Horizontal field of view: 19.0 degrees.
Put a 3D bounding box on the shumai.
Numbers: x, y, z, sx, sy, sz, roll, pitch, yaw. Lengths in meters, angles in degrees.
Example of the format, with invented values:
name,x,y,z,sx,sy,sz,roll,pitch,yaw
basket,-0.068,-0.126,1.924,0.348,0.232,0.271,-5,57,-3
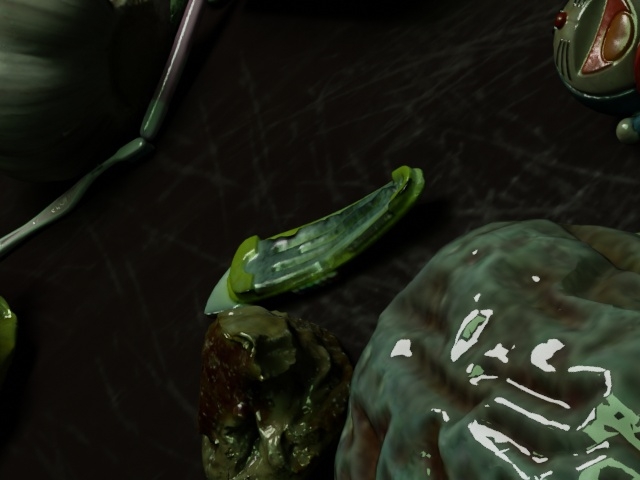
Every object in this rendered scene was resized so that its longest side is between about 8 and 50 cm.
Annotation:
name,x,y,z,sx,sy,sz,roll,pitch,yaw
shumai,-0.043,0.094,1.199,0.123,0.105,0.139,-37,10,22

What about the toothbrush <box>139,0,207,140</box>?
name,x,y,z,sx,sy,sz,roll,pitch,yaw
toothbrush,-0.093,-0.212,1.564,0.020,0.025,0.286,111,177,-77

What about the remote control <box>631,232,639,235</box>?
name,x,y,z,sx,sy,sz,roll,pitch,yaw
remote control,0.207,0.035,1.020,0.233,0.038,0.098,-8,51,42

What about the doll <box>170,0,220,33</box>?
name,x,y,z,sx,sy,sz,roll,pitch,yaw
doll,-0.123,-0.233,1.618,0.115,0.077,0.150,32,90,48

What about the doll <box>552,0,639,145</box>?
name,x,y,z,sx,sy,sz,roll,pitch,yaw
doll,0.198,-0.112,1.135,0.152,0.085,0.114,26,96,44

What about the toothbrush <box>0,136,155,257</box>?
name,x,y,z,sx,sy,sz,roll,pitch,yaw
toothbrush,-0.216,-0.028,1.559,0.204,0.022,0.017,-33,53,22

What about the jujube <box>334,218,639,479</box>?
name,x,y,z,sx,sy,sz,roll,pitch,yaw
jujube,0.141,0.117,0.867,0.226,0.226,0.317,-51,40,-4

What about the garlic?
name,x,y,z,sx,sy,sz,roll,pitch,yaw
garlic,-0.215,-0.184,1.556,0.207,0.207,0.257,-28,51,27

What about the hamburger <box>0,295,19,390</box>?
name,x,y,z,sx,sy,sz,roll,pitch,yaw
hamburger,-0.314,0.078,1.478,0.214,0.125,0.235,3,62,42

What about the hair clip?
name,x,y,z,sx,sy,sz,roll,pitch,yaw
hair clip,0.000,0.000,1.283,0.188,0.033,0.060,-28,37,32
